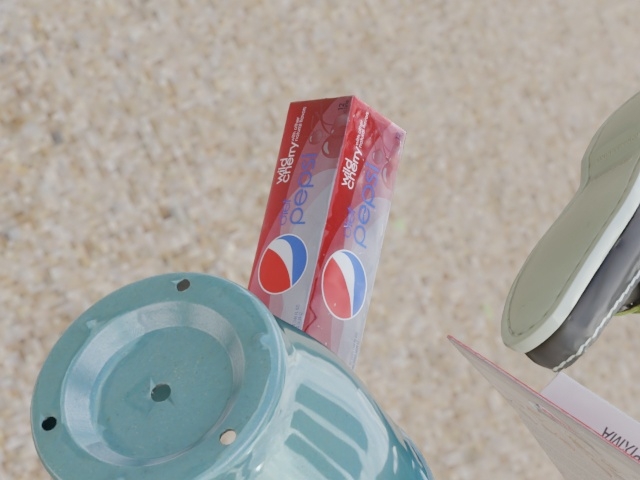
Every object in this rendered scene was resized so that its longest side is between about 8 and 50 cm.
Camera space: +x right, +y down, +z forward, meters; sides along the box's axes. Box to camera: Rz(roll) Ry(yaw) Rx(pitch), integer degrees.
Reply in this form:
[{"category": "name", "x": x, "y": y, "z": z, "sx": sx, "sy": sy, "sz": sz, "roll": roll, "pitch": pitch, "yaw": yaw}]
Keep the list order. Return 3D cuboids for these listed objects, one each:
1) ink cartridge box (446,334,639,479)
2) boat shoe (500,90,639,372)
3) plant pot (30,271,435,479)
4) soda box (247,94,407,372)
[{"category": "ink cartridge box", "x": 0.269, "y": 0.191, "z": 1.549, "sx": 0.261, "sy": 0.066, "sz": 0.296, "roll": 51, "pitch": -9, "yaw": -32}, {"category": "boat shoe", "x": 0.167, "y": -0.003, "z": 0.964, "sx": 0.069, "sy": 0.081, "sz": 0.228, "roll": 46, "pitch": 46, "yaw": -11}, {"category": "plant pot", "x": -0.072, "y": 0.164, "z": 1.280, "sx": 0.255, "sy": 0.271, "sz": 0.272, "roll": 64, "pitch": 18, "yaw": -50}, {"category": "soda box", "x": 0.000, "y": 0.000, "z": 1.696, "sx": 0.092, "sy": 0.083, "sz": 0.263, "roll": 30, "pitch": 65, "yaw": -44}]
